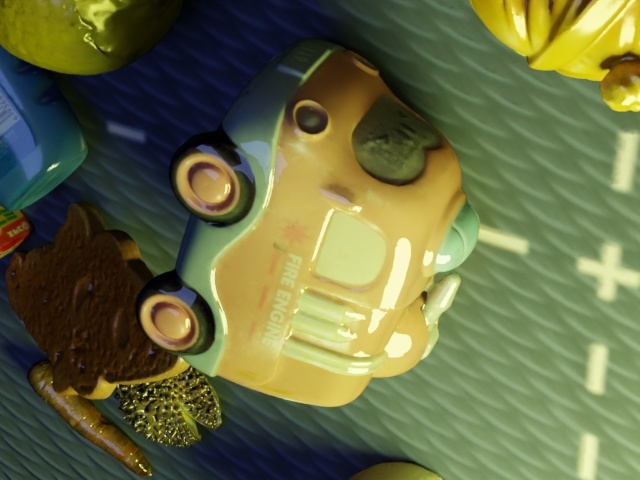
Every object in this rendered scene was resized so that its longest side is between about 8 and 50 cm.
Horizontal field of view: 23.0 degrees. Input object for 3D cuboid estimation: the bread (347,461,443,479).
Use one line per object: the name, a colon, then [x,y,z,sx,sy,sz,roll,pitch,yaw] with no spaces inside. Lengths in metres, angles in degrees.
bread: [0.045,0.285,1.379,0.148,0.141,0.134,-20,103,38]

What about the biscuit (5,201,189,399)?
biscuit: [-0.205,0.063,1.460,0.280,0.043,0.183,17,104,41]

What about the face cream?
face cream: [-0.327,-0.156,1.445,0.149,0.083,0.264,-37,89,37]

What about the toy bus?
toy bus: [0.000,0.000,1.251,0.232,0.194,0.287,27,123,10]

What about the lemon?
lemon: [-0.204,-0.224,1.279,0.193,0.180,0.180,18,122,0]

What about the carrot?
carrot: [-0.230,0.180,1.570,0.165,0.035,0.035,44,127,5]

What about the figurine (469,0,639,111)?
figurine: [0.203,-0.237,1.007,0.320,0.196,0.323,-122,45,-56]

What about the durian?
durian: [-0.155,0.136,1.481,0.110,0.071,0.140,-9,101,34]

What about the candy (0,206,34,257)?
candy: [-0.341,-0.036,1.522,0.122,0.062,0.038,50,129,3]
